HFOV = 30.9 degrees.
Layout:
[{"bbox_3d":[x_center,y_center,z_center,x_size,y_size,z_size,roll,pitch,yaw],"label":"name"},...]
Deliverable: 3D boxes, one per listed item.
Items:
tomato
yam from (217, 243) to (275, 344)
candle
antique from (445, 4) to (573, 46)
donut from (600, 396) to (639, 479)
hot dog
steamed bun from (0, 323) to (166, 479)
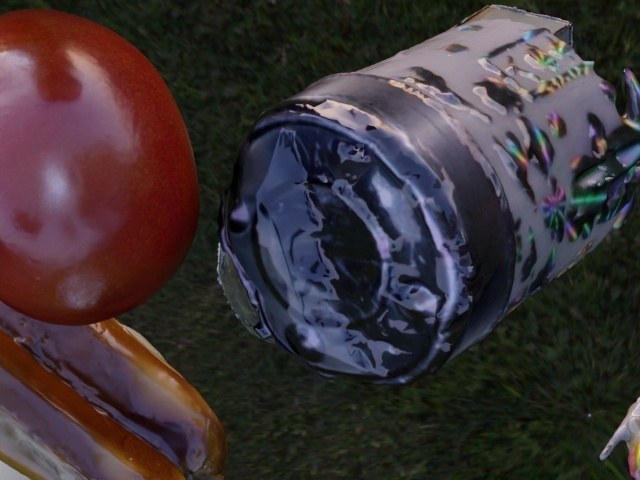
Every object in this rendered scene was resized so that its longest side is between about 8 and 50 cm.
[{"bbox_3d":[-0.150,-0.045,0.689,0.136,0.195,0.195,-18,76,-18],"label":"tomato"},{"bbox_3d":[0.000,0.000,1.482,0.240,0.348,0.241,4,74,-14],"label":"yam"},{"bbox_3d":[0.102,-0.045,0.754,0.187,0.330,0.188,23,126,35],"label":"candle"},{"bbox_3d":[0.217,-0.195,1.439,0.148,0.152,0.146,23,44,37],"label":"antique"},{"bbox_3d":[0.454,0.174,0.917,0.371,0.150,0.307,-34,47,-5],"label":"donut"},{"bbox_3d":[-0.206,0.095,0.831,0.337,0.100,0.135,38,52,-3],"label":"hot dog"},{"bbox_3d":[-0.248,0.178,1.117,0.200,0.250,0.155,-41,112,15],"label":"steamed bun"}]
